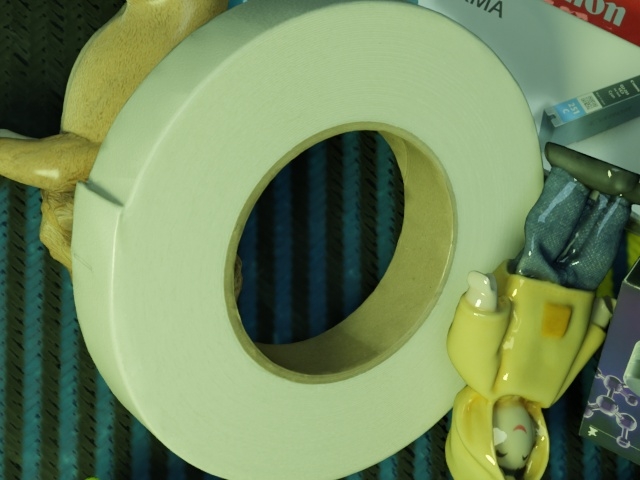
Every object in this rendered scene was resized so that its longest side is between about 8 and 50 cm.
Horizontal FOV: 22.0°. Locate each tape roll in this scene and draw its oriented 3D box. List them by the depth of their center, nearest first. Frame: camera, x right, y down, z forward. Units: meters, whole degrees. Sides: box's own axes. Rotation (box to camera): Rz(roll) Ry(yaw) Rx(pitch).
[{"bbox_3d":[0.000,0.000,1.250,0.392,0.072,0.392,-14,117,-30],"label":"tape roll"}]

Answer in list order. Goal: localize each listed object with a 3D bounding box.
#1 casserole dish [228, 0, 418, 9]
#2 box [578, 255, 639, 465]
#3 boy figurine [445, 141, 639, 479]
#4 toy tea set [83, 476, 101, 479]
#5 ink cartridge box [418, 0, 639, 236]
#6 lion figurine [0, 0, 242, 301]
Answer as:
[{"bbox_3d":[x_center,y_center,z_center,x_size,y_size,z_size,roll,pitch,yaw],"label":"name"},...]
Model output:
[{"bbox_3d":[-0.005,-0.183,1.359,0.188,0.037,0.114,-6,72,20],"label":"casserole dish"},{"bbox_3d":[0.351,0.122,1.275,0.261,0.184,0.103,25,48,20],"label":"box"},{"bbox_3d":[0.166,0.067,1.288,0.177,0.092,0.285,20,94,-46],"label":"boy figurine"},{"bbox_3d":[-0.136,0.349,1.269,0.200,0.124,0.336,22,75,-35],"label":"toy tea set"},{"bbox_3d":[0.206,-0.180,1.409,0.296,0.066,0.261,24,82,-5],"label":"ink cartridge box"},{"bbox_3d":[-0.149,-0.125,1.302,0.240,0.142,0.392,12,91,8],"label":"lion figurine"}]
